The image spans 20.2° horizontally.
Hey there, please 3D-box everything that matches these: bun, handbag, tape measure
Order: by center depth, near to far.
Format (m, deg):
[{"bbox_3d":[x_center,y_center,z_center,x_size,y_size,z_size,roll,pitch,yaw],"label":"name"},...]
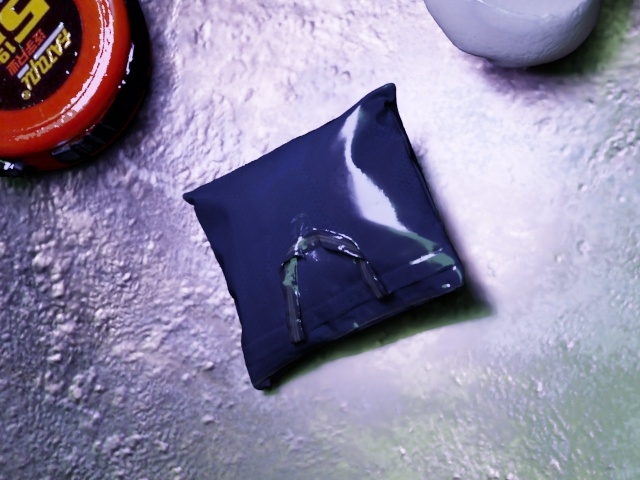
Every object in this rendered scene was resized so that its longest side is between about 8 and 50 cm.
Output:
[{"bbox_3d":[0.174,-0.230,1.670,0.173,0.120,0.173,4,57,-7],"label":"bun"},{"bbox_3d":[0.000,0.000,1.680,0.254,0.088,0.211,-27,75,27],"label":"handbag"},{"bbox_3d":[-0.299,-0.186,1.787,0.260,0.114,0.253,42,92,13],"label":"tape measure"}]
